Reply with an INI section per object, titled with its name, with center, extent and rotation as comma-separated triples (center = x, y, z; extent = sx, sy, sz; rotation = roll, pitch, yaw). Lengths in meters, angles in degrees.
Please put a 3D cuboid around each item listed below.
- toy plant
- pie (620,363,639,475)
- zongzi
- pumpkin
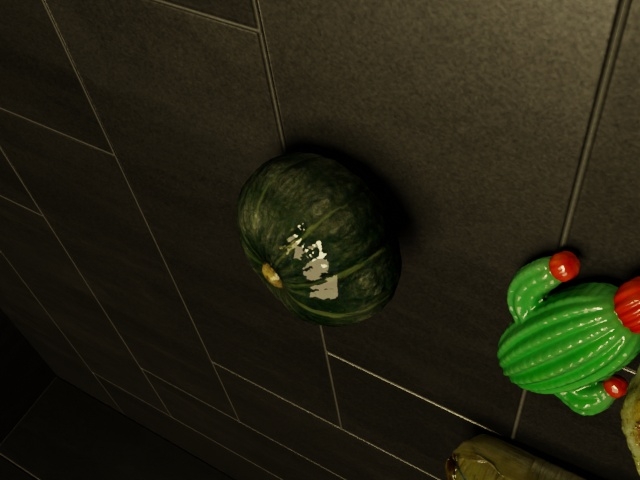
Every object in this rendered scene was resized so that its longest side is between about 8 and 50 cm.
[toy plant]
center = 0.260, 0.085, 0.772
extent = 0.154, 0.088, 0.240
rotation = 37, 145, 27
[pie]
center = 0.397, 0.171, 0.626
extent = 0.276, 0.078, 0.277
rotation = 9, 105, 36
[zongzi]
center = 0.306, 0.469, 1.131
extent = 0.286, 0.138, 0.300
rotation = 19, 107, 30
[pumpkin]
center = -0.001, 0.000, 0.851
extent = 0.212, 0.152, 0.212
rotation = 52, 167, 17
